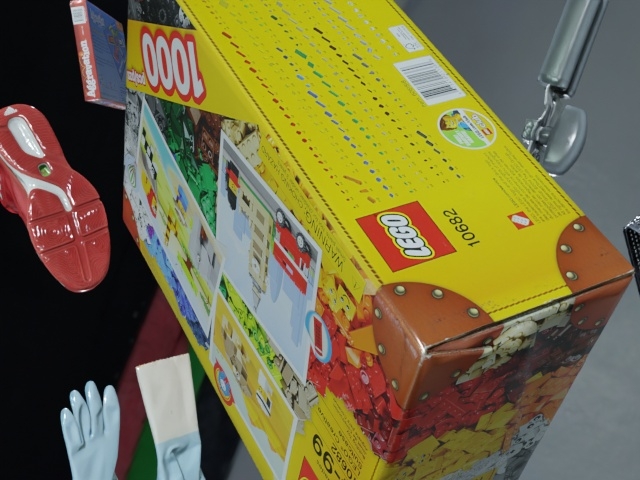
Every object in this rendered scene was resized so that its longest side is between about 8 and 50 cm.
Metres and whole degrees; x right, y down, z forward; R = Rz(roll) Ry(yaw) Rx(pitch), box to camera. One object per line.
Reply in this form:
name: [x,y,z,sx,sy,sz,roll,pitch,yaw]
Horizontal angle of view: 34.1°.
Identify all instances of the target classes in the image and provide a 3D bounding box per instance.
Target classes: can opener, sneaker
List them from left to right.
sneaker: [-0.298,-0.033,1.162,0.087,0.221,0.128,-19,-13,-21]
can opener: [0.347,-0.223,1.449,0.074,0.093,0.280,22,-96,-65]

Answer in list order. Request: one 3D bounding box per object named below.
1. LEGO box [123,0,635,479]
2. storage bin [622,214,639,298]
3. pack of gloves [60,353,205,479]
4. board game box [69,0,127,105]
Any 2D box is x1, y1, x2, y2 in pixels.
LEGO box: [0.000,0.000,0.951,0.193,0.500,0.372,-16,-38,-25]
storage bin: [0.497,0.038,1.422,0.084,0.122,0.180,-37,-50,-10]
pack of gloves: [-0.211,0.260,1.179,0.195,0.046,0.232,-10,-90,-53]
board game box: [-0.336,-0.283,1.629,0.281,0.027,0.145,-91,-6,-86]
